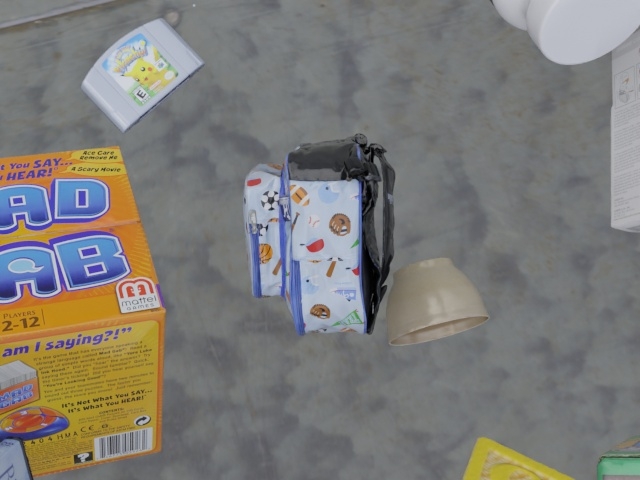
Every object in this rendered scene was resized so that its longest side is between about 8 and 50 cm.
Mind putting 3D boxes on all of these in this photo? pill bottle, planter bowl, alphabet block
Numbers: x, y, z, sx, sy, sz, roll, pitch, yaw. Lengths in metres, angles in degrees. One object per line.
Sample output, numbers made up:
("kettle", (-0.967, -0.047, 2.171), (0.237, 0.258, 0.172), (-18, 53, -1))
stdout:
("pill bottle", (0.228, -0.316, 1.023), (0.153, 0.264, 0.153), (-15, 144, -11))
("planter bowl", (0.173, 0.091, 1.535), (0.162, 0.162, 0.109), (-12, 74, -4))
("alphabet block", (0.305, 0.486, 1.647), (0.193, 0.192, 0.197), (23, 112, 10))

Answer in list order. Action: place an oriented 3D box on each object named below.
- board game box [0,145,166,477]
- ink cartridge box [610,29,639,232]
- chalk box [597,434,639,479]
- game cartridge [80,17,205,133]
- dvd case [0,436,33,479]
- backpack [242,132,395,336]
("board game box", (-0.450, 0.117, 1.499), (0.357, 0.356, 0.356), (-8, 138, -18))
("ink cartridge box", (0.390, -0.133, 1.067), (0.056, 0.181, 0.224), (8, 79, -18))
("chalk box", (0.347, 0.269, 0.849), (0.179, 0.289, 0.180), (-5, 83, 24))
("game cartridge", (-0.135, -0.127, 0.733), (0.083, 0.017, 0.056), (-44, 87, -13))
("dvd case", (-0.351, 0.334, 0.952), (0.022, 0.253, 0.180), (-1, 111, 20))
("backpack", (0.000, 0.000, 1.337), (0.213, 0.276, 0.263), (-8, 100, 9))
